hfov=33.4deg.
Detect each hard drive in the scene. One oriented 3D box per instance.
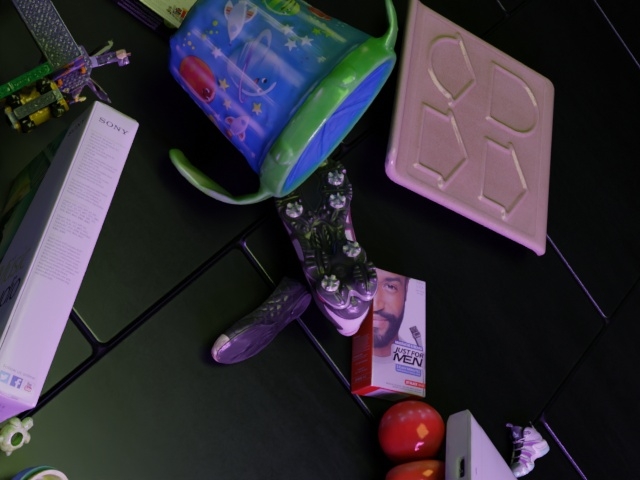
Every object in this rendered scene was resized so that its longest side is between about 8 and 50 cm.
[{"bbox_3d":[0.250,0.395,1.384,0.307,0.040,0.203,54,25,-25],"label":"hard drive"}]

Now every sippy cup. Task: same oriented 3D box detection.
[{"bbox_3d":[-0.062,-0.211,1.332,0.224,0.240,0.305,41,64,4],"label":"sippy cup"}]

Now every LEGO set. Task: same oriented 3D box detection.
[{"bbox_3d":[-0.401,-0.252,1.208,0.255,0.192,0.331,-38,94,-9],"label":"LEGO set"}]

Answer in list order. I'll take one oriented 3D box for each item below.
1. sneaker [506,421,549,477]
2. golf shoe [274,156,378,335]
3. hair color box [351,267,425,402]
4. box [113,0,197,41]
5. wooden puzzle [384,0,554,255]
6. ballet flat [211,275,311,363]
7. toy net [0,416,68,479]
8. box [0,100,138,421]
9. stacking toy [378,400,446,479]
[{"bbox_3d":[0.287,0.298,1.547,0.098,0.038,0.069,-31,90,-49],"label":"sneaker"},{"bbox_3d":[0.000,0.000,1.422,0.105,0.120,0.272,-10,54,-7],"label":"golf shoe"},{"bbox_3d":[0.094,0.131,1.459,0.093,0.053,0.167,16,63,-30],"label":"hair color box"},{"bbox_3d":[-0.190,-0.325,1.440,0.207,0.036,0.114,35,55,-20],"label":"box"},{"bbox_3d":[0.230,-0.172,1.665,0.348,0.080,0.322,27,59,-31],"label":"wooden puzzle"},{"bbox_3d":[-0.079,0.103,1.357,0.049,0.057,0.173,30,44,26],"label":"ballet flat"},{"bbox_3d":[-0.358,0.277,1.047,0.232,0.045,0.122,-35,129,-38],"label":"toy net"},{"bbox_3d":[-0.304,0.035,1.093,0.058,0.232,0.322,30,57,-25],"label":"box"},{"bbox_3d":[0.133,0.365,1.356,0.141,0.141,0.330,7,64,-34],"label":"stacking toy"}]
